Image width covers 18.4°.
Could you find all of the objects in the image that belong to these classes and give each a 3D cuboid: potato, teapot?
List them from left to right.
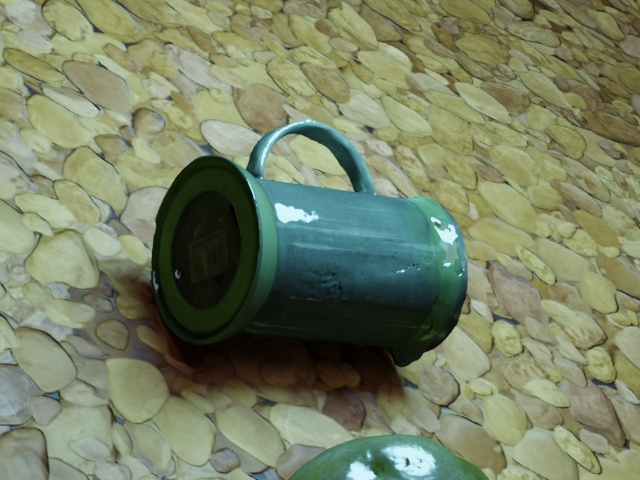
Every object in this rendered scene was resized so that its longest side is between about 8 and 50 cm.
[{"bbox_3d":[0.000,0.000,2.196,0.337,0.200,0.270,8,69,-38],"label":"teapot"},{"bbox_3d":[0.060,0.270,1.933,0.235,0.178,0.160,-1,87,-22],"label":"potato"}]
